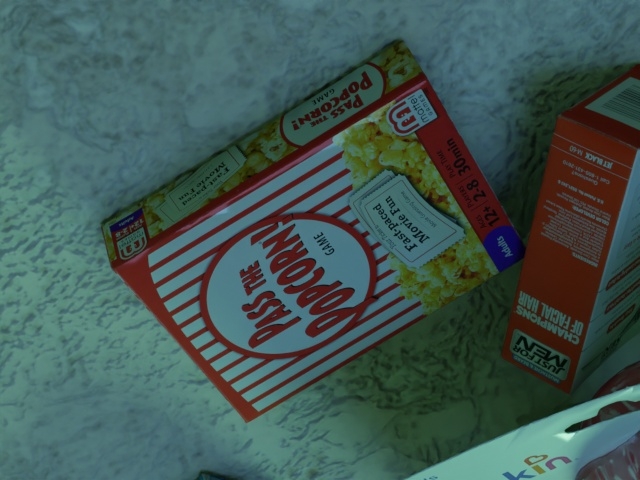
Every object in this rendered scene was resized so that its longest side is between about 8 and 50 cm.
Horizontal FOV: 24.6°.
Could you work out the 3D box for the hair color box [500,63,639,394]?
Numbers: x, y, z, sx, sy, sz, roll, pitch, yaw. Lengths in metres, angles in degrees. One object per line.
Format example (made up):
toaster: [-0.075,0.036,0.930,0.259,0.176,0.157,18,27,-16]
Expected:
hair color box: [0.161,-0.006,0.835,0.093,0.053,0.167,-32,140,-44]

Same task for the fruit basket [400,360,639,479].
fruit basket: [0.219,0.161,0.870,0.327,0.165,0.353,-25,151,16]

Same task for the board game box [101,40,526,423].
board game box: [0.000,0.000,0.817,0.193,0.045,0.147,-32,129,6]

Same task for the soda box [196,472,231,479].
soda box: [-0.092,0.254,0.958,0.067,0.071,0.210,18,118,-29]
